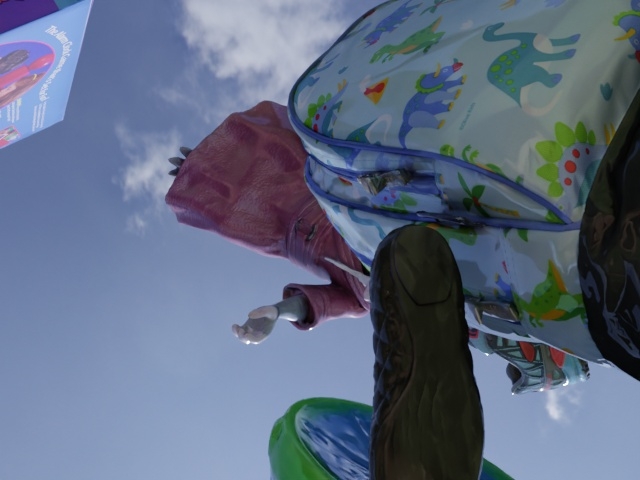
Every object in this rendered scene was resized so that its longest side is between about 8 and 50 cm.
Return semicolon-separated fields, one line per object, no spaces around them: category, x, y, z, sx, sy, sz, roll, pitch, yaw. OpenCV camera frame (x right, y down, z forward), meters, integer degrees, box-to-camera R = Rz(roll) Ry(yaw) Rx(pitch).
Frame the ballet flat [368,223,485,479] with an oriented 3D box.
ballet flat;0.053;0.076;0.360;0.057;0.049;0.173;3;-107;-2

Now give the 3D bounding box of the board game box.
board game box;-0.348;-0.141;0.629;0.233;0.347;0.078;-33;-83;-25

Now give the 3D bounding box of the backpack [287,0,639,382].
backpack;0.141;-0.070;0.495;0.273;0.355;0.290;42;-105;-17

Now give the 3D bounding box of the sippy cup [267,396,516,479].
sippy cup;0.037;0.273;0.523;0.305;0.240;0.224;20;-83;-26

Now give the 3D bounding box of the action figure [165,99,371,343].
action figure;0.000;0.000;0.772;0.370;0.276;0.248;38;-93;31

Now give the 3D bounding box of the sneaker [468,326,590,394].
sneaker;0.227;0.089;0.844;0.125;0.104;0.262;-27;-75;16
